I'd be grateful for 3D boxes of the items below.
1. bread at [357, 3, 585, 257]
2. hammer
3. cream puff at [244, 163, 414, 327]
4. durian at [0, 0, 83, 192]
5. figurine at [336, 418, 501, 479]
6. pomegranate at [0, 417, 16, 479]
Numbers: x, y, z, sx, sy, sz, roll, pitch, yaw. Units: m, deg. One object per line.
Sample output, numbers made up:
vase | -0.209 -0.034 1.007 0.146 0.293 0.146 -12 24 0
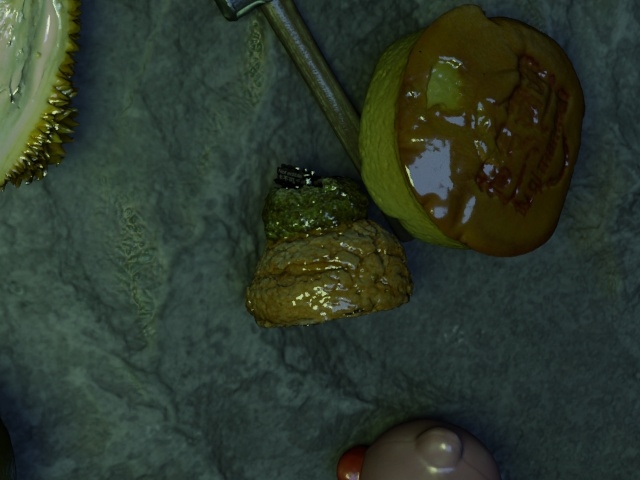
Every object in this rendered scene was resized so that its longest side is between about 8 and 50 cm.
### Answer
bread | 0.169 -0.115 0.986 0.270 0.148 0.269 1 89 -31
hammer | 0.020 -0.150 1.011 0.111 0.043 0.365 -37 113 -10
cream puff | 0.000 0.000 0.970 0.183 0.183 0.168 -8 89 -18
durian | -0.310 -0.169 0.841 0.183 0.138 0.249 2 92 11
figurine | 0.132 0.293 1.071 0.173 0.173 0.173 -4 103 -18
pomegranate | -0.447 0.214 0.836 0.291 0.323 0.290 -30 139 -30
